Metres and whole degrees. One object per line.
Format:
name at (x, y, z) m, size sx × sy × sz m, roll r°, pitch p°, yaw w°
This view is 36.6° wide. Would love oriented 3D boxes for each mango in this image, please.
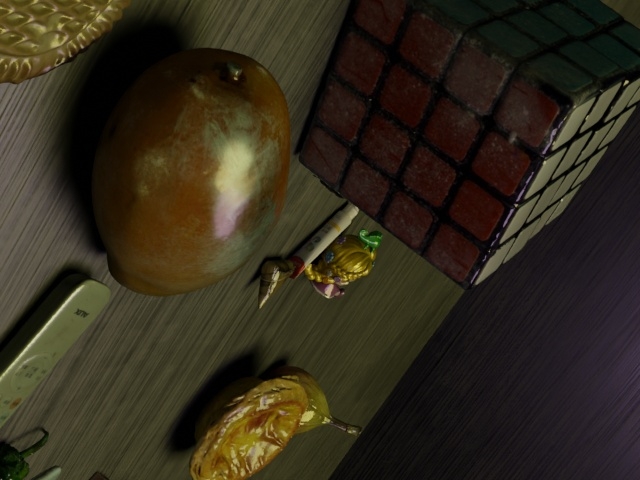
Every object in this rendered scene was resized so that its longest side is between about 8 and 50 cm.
mango at (-0.146, -0.051, 1.050) m, size 0.221 × 0.199 × 0.384 m, roll -45°, pitch 174°, yaw -40°

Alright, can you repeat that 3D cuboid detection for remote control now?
remote control at (-0.370, 0.162, 1.159) m, size 0.309 × 0.038 × 0.090 m, roll -49°, pitch 161°, yaw -3°

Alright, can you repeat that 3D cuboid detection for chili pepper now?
chili pepper at (-0.459, 0.344, 1.259) m, size 0.279 × 0.065 × 0.122 m, roll -40°, pitch 172°, yaw -23°

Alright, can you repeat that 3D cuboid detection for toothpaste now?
toothpaste at (0.000, 0.000, 1.717) m, size 0.190 × 0.048 × 0.031 m, roll -44°, pitch 133°, yaw -25°

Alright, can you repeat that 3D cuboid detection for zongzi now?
zongzi at (-0.076, 0.074, 1.645) m, size 0.076 × 0.040 × 0.083 m, roll -3°, pitch 106°, yaw -64°

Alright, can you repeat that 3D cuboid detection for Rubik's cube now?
Rubik's cube at (0.227, -0.199, 1.398) m, size 0.337 × 0.344 × 0.344 m, roll -32°, pitch 155°, yaw -45°

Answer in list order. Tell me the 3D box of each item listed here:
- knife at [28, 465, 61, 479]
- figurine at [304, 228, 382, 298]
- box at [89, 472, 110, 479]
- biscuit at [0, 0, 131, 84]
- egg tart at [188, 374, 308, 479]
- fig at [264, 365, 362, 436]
knife at (-0.451, 0.408, 1.281) m, size 0.398 × 0.038 × 0.132 m, roll -45°, pitch 171°, yaw 39°
figurine at (0.040, 0.032, 1.799) m, size 0.156 × 0.095 × 0.115 m, roll -40°, pitch 146°, yaw 25°
box at (-0.392, 0.434, 1.640) m, size 0.083 × 0.024 × 0.053 m, roll -45°, pitch 160°, yaw -13°
biscuit at (-0.212, -0.236, 0.709) m, size 0.259 × 0.079 × 0.259 m, roll -45°, pitch 161°, yaw -20°
egg tart at (-0.153, 0.356, 1.883) m, size 0.295 × 0.116 × 0.295 m, roll -30°, pitch 147°, yaw -22°
fig at (-0.030, 0.347, 2.064) m, size 0.230 × 0.143 × 0.160 m, roll 3°, pitch 130°, yaw -14°
